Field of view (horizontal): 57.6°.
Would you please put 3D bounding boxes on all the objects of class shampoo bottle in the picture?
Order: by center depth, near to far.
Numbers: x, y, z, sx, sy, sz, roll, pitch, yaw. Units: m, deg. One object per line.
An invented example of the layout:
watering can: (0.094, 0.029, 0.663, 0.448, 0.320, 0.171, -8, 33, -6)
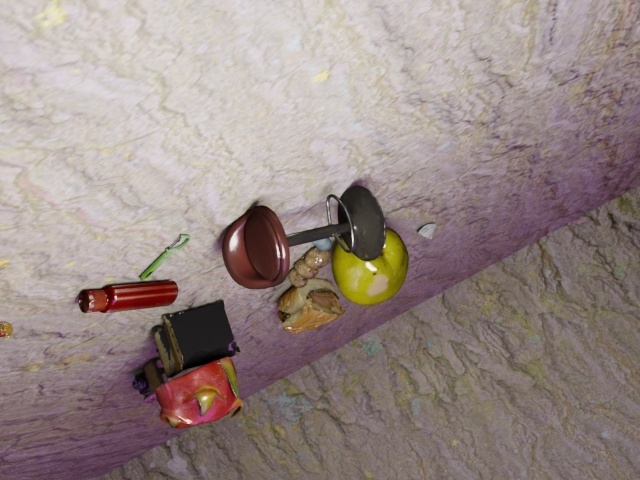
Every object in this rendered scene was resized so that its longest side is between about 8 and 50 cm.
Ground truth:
shampoo bottle: (-0.522, 0.155, 1.587, 0.102, 0.064, 0.260, -37, 157, 34)

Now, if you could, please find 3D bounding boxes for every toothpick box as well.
toothpick box: (0.000, 0.000, 1.880, 0.052, 0.052, 0.083, -30, 159, 7)

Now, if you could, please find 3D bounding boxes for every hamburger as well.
hamburger: (-0.066, 0.262, 2.274, 0.209, 0.162, 0.330, -32, 162, 19)

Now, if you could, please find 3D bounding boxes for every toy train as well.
toy train: (-0.617, 0.555, 2.329, 0.177, 0.134, 0.261, -37, 158, 23)

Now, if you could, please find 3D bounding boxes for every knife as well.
knife: (-0.409, 0.045, 1.537, 0.212, 0.015, 0.054, -39, 164, 27)

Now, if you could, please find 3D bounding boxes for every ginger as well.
ginger: (-0.042, 0.095, 2.018, 0.104, 0.080, 0.204, -11, 153, -50)

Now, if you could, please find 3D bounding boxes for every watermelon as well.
watermelon: (0.422, -0.029, 2.318, 0.085, 0.061, 0.085, -32, 166, -9)

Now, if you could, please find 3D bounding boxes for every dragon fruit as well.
dragon fruit: (-0.394, 0.514, 1.892, 0.290, 0.189, 0.290, -20, 167, -5)

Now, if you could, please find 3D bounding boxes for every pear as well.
pear: (0.165, 0.083, 1.982, 0.294, 0.294, 0.294, -24, 159, -10)

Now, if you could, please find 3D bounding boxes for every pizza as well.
pizza: (-0.819, 0.238, 1.472, 0.078, 0.025, 0.083, -20, 159, -26)

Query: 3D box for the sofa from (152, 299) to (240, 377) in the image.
sofa: (-0.427, 0.338, 1.988, 0.258, 0.200, 0.182, -13, 167, -35)

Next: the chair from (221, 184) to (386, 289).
chair: (-0.045, -0.007, 1.564, 0.401, 0.227, 0.226, -14, 156, -30)

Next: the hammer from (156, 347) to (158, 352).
hammer: (-0.506, 0.365, 2.117, 0.193, 0.070, 0.116, -20, 160, -6)
